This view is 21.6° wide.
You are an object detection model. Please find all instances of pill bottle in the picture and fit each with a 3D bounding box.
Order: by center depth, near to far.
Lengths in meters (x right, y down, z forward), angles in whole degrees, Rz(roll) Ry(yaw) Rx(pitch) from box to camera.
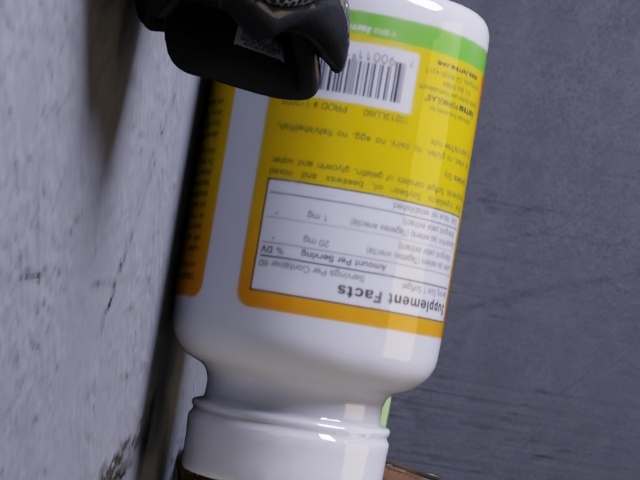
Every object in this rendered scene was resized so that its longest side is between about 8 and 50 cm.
[{"bbox_3d":[0.000,0.000,0.841,0.136,0.136,0.246,55,45,-86],"label":"pill bottle"}]

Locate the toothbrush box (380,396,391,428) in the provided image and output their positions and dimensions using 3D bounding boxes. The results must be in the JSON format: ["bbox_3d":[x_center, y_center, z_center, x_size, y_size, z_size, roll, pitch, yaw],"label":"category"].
[{"bbox_3d":[-0.032,0.253,1.188,0.283,0.122,0.206,-77,176,-62],"label":"toothbrush box"}]

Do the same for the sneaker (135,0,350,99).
[{"bbox_3d":[-0.017,-0.136,0.623,0.227,0.087,0.130,-69,170,-61],"label":"sneaker"}]

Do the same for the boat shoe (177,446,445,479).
[{"bbox_3d":[0.053,0.183,1.017,0.111,0.307,0.104,-57,-150,4],"label":"boat shoe"}]
